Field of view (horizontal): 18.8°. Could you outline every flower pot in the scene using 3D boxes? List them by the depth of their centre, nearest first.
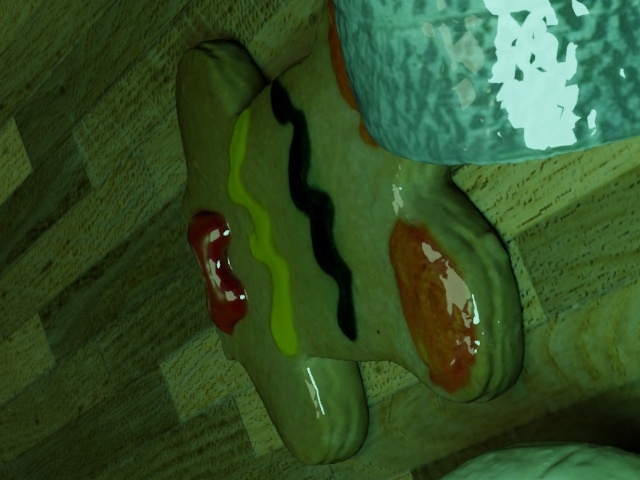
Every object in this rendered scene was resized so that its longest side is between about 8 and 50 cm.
[{"bbox_3d":[0.117,-0.206,1.017,0.299,0.299,0.283,14,122,56],"label":"flower pot"}]

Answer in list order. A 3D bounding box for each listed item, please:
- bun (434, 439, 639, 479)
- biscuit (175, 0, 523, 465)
[{"bbox_3d":[0.168,0.260,1.279,0.287,0.146,0.287,9,112,24],"label":"bun"},{"bbox_3d":[0.000,0.000,1.512,0.394,0.076,0.368,-14,92,59],"label":"biscuit"}]
